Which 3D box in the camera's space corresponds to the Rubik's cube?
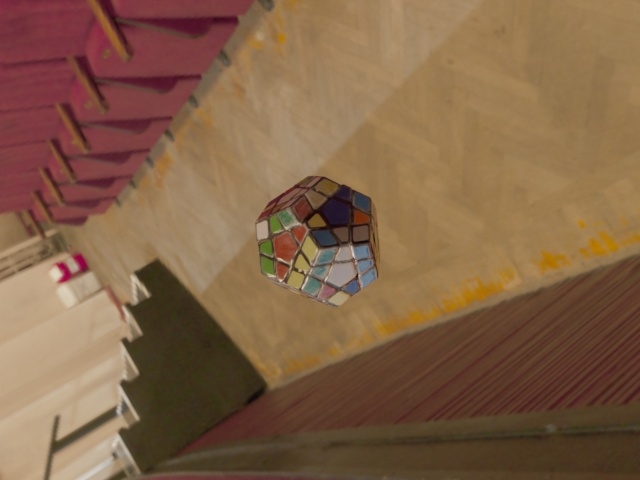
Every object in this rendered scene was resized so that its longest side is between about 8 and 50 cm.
[{"bbox_3d":[0.000,0.000,0.608,0.093,0.111,0.111,52,154,-16],"label":"Rubik's cube"}]
